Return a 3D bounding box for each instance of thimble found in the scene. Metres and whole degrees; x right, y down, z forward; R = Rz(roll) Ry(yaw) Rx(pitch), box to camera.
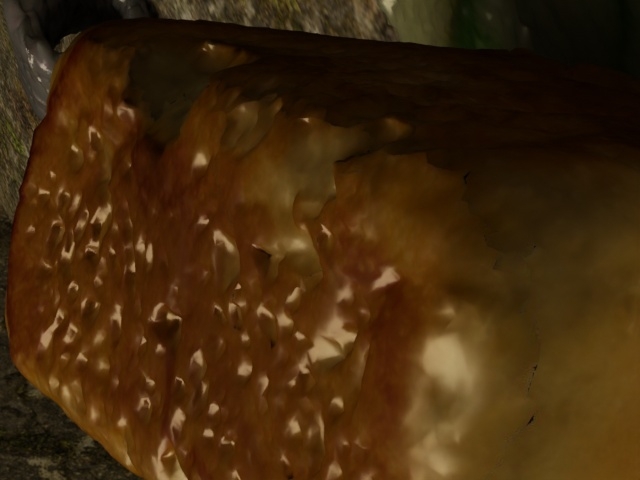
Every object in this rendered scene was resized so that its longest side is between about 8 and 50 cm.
[{"bbox_3d":[-0.218,-0.179,1.560,0.151,0.127,0.118,56,161,27],"label":"thimble"}]

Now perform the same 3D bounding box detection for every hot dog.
[{"bbox_3d":[0.027,0.020,0.460,0.256,0.153,0.150,26,107,54],"label":"hot dog"}]

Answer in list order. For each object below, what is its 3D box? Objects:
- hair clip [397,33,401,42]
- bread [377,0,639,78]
[{"bbox_3d":[0.106,0.013,0.806,0.138,0.091,0.321,-72,-25,-45],"label":"hair clip"},{"bbox_3d":[0.138,-0.041,0.538,0.382,0.129,0.366,44,154,56],"label":"bread"}]
